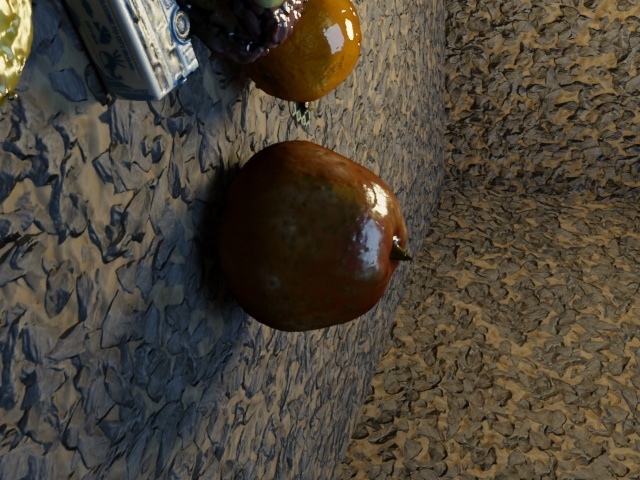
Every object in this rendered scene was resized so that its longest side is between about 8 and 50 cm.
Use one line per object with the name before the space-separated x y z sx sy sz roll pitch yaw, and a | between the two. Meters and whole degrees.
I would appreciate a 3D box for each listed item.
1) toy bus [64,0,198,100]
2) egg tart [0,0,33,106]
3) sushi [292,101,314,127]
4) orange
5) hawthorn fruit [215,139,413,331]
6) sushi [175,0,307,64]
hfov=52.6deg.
toy bus | -0.268 -0.336 0.862 0.297 0.106 0.131 75 31 -43
egg tart | -0.374 -0.209 0.537 0.388 0.168 0.388 4 90 -75
sushi | -0.031 -0.354 1.628 0.120 0.026 0.126 5 93 -71
orange | -0.043 -0.394 1.256 0.246 0.245 0.246 8 90 -70
hawthorn fruit | 0.000 0.000 1.322 0.402 0.402 0.403 8 90 -70
sushi | -0.139 -0.421 1.008 0.171 0.236 0.270 -60 153 -27
